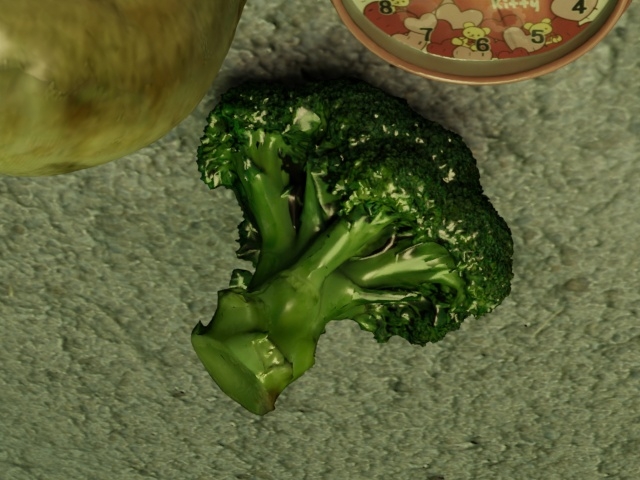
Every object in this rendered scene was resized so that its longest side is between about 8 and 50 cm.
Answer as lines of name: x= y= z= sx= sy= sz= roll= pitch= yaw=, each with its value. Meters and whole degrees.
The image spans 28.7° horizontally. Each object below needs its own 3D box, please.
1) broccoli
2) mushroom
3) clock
broccoli: x=0.000 y=0.000 z=1.046 sx=0.297 sy=0.297 sz=0.297 roll=33 pitch=149 yaw=23
mushroom: x=-0.189 y=-0.200 z=0.732 sx=0.352 sy=0.352 sz=0.260 roll=24 pitch=147 yaw=-24
clock: x=0.117 y=-0.207 z=0.921 sx=0.244 sy=0.056 sz=0.244 roll=6 pitch=145 yaw=4
